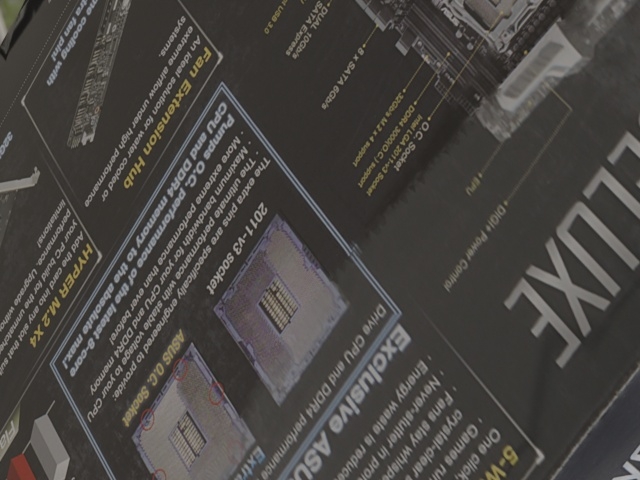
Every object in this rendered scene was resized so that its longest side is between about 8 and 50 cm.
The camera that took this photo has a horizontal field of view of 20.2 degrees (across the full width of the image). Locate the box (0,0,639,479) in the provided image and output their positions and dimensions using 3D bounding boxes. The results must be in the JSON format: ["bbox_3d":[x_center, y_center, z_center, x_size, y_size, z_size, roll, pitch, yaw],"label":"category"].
[{"bbox_3d":[0.000,0.000,0.439,0.076,0.307,0.242,15,27,-41],"label":"box"}]
